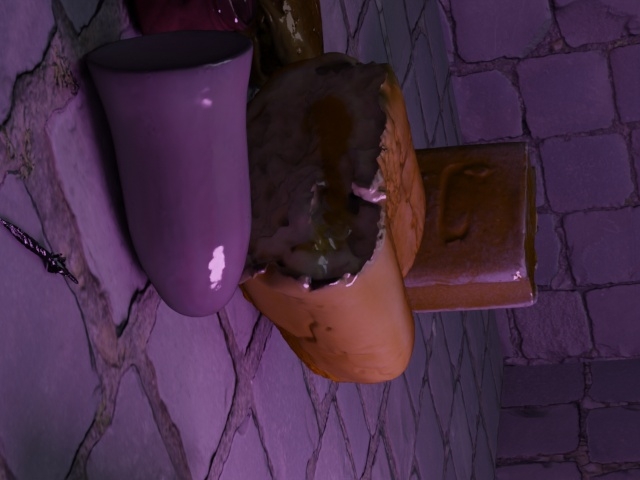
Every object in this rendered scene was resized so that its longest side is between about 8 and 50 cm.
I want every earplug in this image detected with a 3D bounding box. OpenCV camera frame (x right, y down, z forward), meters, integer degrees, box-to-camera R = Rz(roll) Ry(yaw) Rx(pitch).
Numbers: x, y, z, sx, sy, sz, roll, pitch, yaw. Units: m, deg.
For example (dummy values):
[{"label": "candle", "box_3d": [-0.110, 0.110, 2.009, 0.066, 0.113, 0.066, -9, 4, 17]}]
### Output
[{"label": "earplug", "box_3d": [-0.144, -0.057, 1.437, 0.172, 0.172, 0.301, -60, 148, -65]}]

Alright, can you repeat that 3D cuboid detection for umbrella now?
[{"label": "umbrella", "box_3d": [-0.254, 0.012, 1.237, 0.022, 0.022, 0.149, 45, -3, 26]}]

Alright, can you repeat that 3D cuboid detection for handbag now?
[{"label": "handbag", "box_3d": [-0.150, -0.335, 1.529, 0.146, 0.135, 0.225, -68, 148, -68]}]

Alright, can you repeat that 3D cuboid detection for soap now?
[{"label": "soap", "box_3d": [0.225, -0.021, 2.462, 0.156, 0.335, 0.293, 62, 31, -54]}]

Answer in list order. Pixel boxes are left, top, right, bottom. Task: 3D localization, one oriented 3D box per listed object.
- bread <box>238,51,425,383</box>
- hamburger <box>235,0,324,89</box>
[{"label": "bread", "box_3d": [0.000, 0.000, 1.778, 0.394, 0.250, 0.361, 70, 23, -53]}, {"label": "hamburger", "box_3d": [-0.063, -0.319, 1.916, 0.214, 0.108, 0.214, -11, 90, -76]}]
